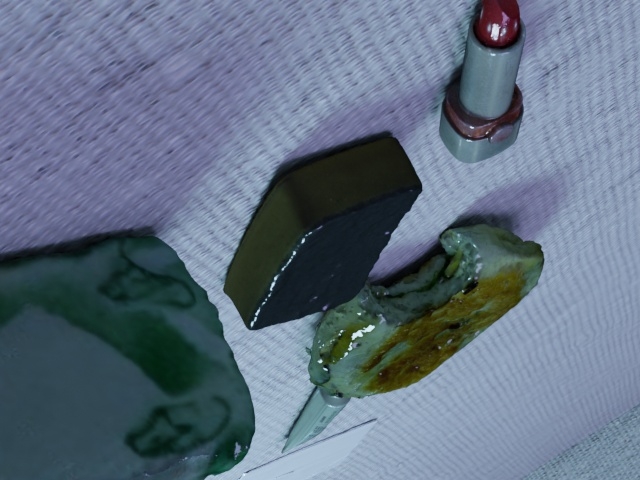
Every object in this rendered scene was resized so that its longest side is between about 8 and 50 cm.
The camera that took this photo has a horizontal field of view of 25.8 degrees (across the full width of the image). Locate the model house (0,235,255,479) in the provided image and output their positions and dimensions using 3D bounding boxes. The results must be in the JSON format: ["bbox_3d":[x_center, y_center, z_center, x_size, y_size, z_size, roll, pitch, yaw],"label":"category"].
[{"bbox_3d":[-0.240,0.170,1.054,0.267,0.194,0.325,-13,156,-41],"label":"model house"}]

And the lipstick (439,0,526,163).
[{"bbox_3d":[0.130,-0.129,1.067,0.063,0.057,0.186,-27,157,-12],"label":"lipstick"}]

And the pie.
[{"bbox_3d":[0.111,0.081,1.508,0.302,0.067,0.302,-27,160,-11],"label":"pie"}]

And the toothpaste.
[{"bbox_3d":[-0.001,0.210,1.693,0.064,0.041,0.218,-28,164,-25],"label":"toothpaste"}]

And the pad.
[{"bbox_3d":[-0.036,0.316,1.929,0.232,0.004,0.156,-17,156,-34],"label":"pad"}]

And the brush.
[{"bbox_3d":[0.000,0.000,1.171,0.123,0.059,0.197,-18,156,-29],"label":"brush"}]
